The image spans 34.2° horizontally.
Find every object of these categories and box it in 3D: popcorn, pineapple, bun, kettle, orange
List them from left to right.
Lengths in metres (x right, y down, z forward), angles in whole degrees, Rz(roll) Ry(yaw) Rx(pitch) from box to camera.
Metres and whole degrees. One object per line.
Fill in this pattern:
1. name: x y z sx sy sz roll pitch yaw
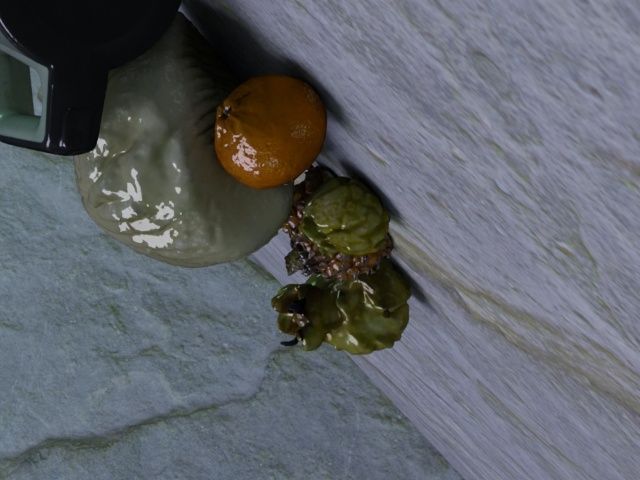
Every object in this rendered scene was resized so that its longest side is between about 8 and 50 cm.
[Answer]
1. kettle: -0.335 -0.284 1.192 0.250 0.361 0.376 3 -162 -35
2. bun: -0.197 -0.119 1.343 0.352 0.227 0.349 60 -165 5
3. orange: -0.058 -0.124 1.164 0.135 0.135 0.117 42 -176 35
4. pineapple: 0.000 0.000 1.454 0.176 0.137 0.161 52 170 -27
5. popcorn: 0.029 -0.024 1.312 0.120 0.106 0.116 43 161 31
6. popcorn: 0.037 0.105 1.570 0.168 0.195 0.173 56 167 -4

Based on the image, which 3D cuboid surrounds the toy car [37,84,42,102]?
1. toy car: -0.374 -0.291 1.730 0.145 0.235 0.235 47 172 1
